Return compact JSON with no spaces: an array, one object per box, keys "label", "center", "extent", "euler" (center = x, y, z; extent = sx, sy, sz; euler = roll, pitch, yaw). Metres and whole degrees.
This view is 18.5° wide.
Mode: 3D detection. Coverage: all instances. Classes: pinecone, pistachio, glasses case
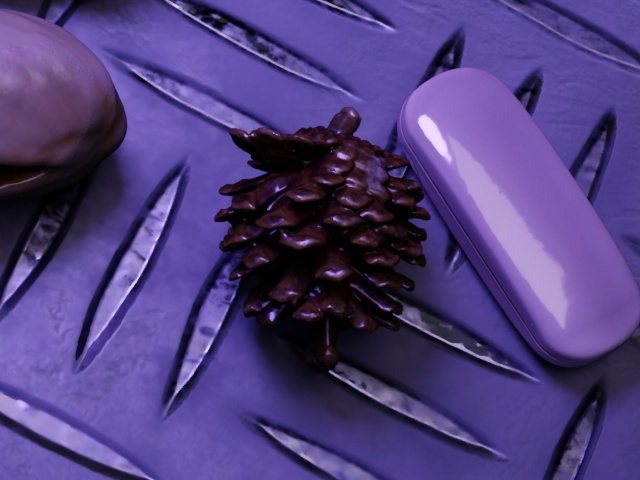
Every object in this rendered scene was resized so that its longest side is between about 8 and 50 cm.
[{"label":"pinecone","center":[0.001,0.000,1.670],"extent":[0.186,0.168,0.212],"euler":[6,69,-14]},{"label":"pistachio","center":[-0.303,-0.127,1.650],"extent":[0.288,0.166,0.197],"euler":[13,43,-5]},{"label":"glasses case","center":[0.179,-0.023,1.775],"extent":[0.113,0.075,0.297],"euler":[-27,79,-23]}]
